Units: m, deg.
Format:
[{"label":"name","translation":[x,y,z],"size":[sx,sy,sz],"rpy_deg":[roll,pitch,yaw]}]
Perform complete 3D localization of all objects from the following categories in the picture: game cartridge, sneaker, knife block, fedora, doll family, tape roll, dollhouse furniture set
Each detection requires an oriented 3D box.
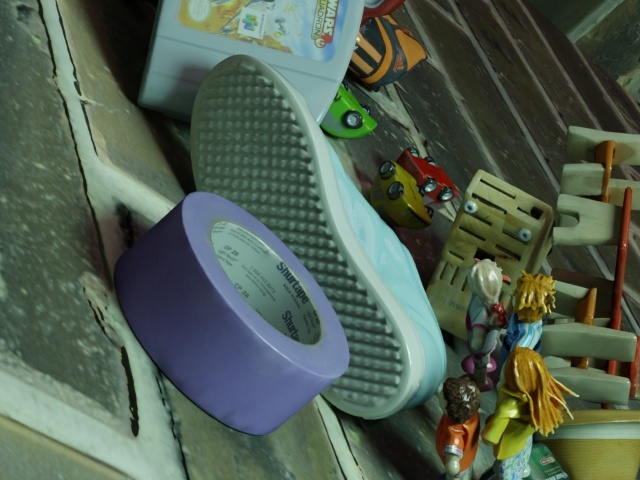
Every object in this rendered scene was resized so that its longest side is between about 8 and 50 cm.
[{"label":"game cartridge","translation":[-0.056,-0.246,1.710],"size":[0.198,0.062,0.297],"rpy_deg":[12,71,-7]},{"label":"sneaker","translation":[0.052,-0.312,2.395],"size":[0.180,0.125,0.321],"rpy_deg":[43,29,-30]},{"label":"knife block","translation":[0.207,-0.007,1.910],"size":[0.088,0.275,0.242],"rpy_deg":[28,43,11]},{"label":"fedora","translation":[0.281,0.217,1.821],"size":[0.194,0.194,0.079],"rpy_deg":[14,73,-61]},{"label":"sneaker","translation":[0.000,0.000,1.609],"size":[0.150,0.135,0.366],"rpy_deg":[9,55,-65]},{"label":"doll family","translation":[0.173,0.118,1.565],"size":[0.118,0.163,0.263],"rpy_deg":[8,38,8]},{"label":"tape roll","translation":[-0.069,0.057,1.395],"size":[0.189,0.080,0.189],"rpy_deg":[42,19,-18]},{"label":"dollhouse furniture set","translation":[0.300,0.057,1.776],"size":[0.259,0.135,0.262],"rpy_deg":[85,15,-51]}]

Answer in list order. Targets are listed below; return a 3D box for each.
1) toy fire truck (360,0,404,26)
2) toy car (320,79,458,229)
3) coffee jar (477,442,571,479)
[{"label":"toy fire truck","translation":[-0.069,-0.311,1.857],"size":[0.302,0.254,0.169],"rpy_deg":[52,18,8]},{"label":"toy car","translation":[0.060,-0.108,2.072],"size":[0.225,0.053,0.239],"rpy_deg":[48,17,0]},{"label":"coffee jar","translation":[0.224,0.281,1.620],"size":[0.184,0.079,0.096],"rpy_deg":[55,19,16]}]
